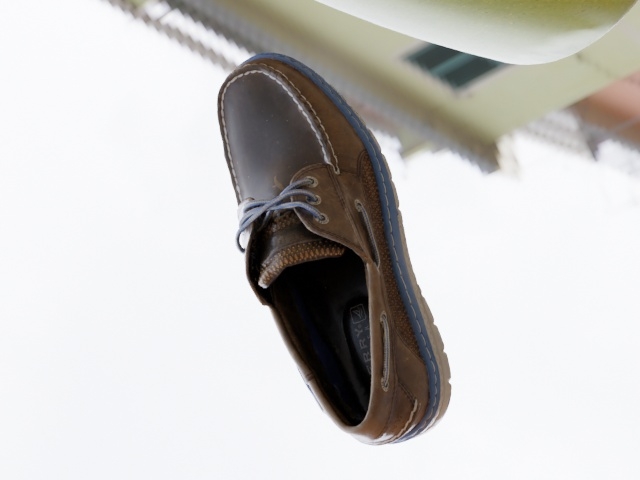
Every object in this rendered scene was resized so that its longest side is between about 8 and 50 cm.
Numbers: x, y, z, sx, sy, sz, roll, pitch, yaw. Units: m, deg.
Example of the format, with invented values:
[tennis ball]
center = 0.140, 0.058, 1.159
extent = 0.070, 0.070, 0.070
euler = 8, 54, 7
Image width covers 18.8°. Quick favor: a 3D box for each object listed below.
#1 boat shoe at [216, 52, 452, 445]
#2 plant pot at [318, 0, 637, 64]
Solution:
[boat shoe]
center = 0.000, 0.000, 0.825
extent = 0.183, 0.066, 0.066
euler = 63, -157, 11
[plant pot]
center = 0.015, -0.245, 1.084
extent = 0.293, 0.275, 0.275
euler = 0, -110, -35
